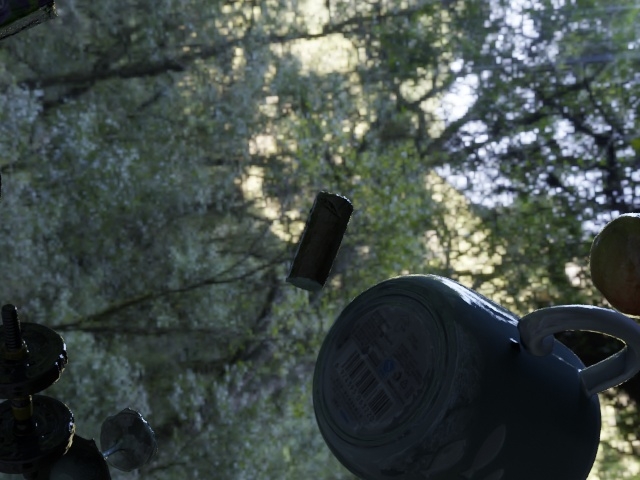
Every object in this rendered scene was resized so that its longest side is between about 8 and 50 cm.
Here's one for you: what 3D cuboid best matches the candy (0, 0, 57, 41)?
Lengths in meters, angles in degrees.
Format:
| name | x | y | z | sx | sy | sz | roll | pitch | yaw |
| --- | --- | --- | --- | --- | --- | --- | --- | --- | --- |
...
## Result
| name | x | y | z | sx | sy | sz | roll | pitch | yaw |
| --- | --- | --- | --- | --- | --- | --- | --- | --- | --- |
| candy | -0.489 | -0.257 | 1.061 | 0.061 | 0.312 | 0.088 | 64 | -12 | -11 |

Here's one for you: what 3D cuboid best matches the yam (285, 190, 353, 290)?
| name | x | y | z | sx | sy | sz | roll | pitch | yaw |
| --- | --- | --- | --- | --- | --- | --- | --- | --- | --- |
| yam | 0.000 | 0.000 | 1.031 | 0.054 | 0.054 | 0.132 | 90 | 19 | -65 |

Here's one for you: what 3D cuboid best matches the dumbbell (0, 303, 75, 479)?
| name | x | y | z | sx | sy | sz | roll | pitch | yaw |
| --- | --- | --- | --- | --- | --- | --- | --- | --- | --- |
| dumbbell | -0.438 | 0.230 | 1.207 | 0.143 | 0.143 | 0.326 | -97 | -169 | -58 |

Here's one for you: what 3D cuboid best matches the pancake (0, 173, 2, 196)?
| name | x | y | z | sx | sy | sz | roll | pitch | yaw |
| --- | --- | --- | --- | --- | --- | --- | --- | --- | --- |
| pancake | -0.400 | -0.045 | 0.792 | 0.020 | 0.190 | 0.184 | 26 | -16 | 50 |

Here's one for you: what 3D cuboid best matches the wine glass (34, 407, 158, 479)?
| name | x | y | z | sx | sy | sz | roll | pitch | yaw |
| --- | --- | --- | --- | --- | --- | --- | --- | --- | --- |
| wine glass | -0.389 | 0.385 | 1.462 | 0.232 | 0.156 | 0.156 | -12 | 98 | -77 |

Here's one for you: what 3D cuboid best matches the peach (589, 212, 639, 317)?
| name | x | y | z | sx | sy | sz | roll | pitch | yaw |
| --- | --- | --- | --- | --- | --- | --- | --- | --- | --- |
| peach | 0.649 | 0.058 | 1.670 | 0.232 | 0.232 | 0.233 | 176 | -90 | -88 |

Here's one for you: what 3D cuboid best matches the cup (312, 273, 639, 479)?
| name | x | y | z | sx | sy | sz | roll | pitch | yaw |
| --- | --- | --- | --- | --- | --- | --- | --- | --- | --- |
| cup | 0.187 | 0.164 | 0.948 | 0.274 | 0.356 | 0.260 | 29 | 41 | -39 |
